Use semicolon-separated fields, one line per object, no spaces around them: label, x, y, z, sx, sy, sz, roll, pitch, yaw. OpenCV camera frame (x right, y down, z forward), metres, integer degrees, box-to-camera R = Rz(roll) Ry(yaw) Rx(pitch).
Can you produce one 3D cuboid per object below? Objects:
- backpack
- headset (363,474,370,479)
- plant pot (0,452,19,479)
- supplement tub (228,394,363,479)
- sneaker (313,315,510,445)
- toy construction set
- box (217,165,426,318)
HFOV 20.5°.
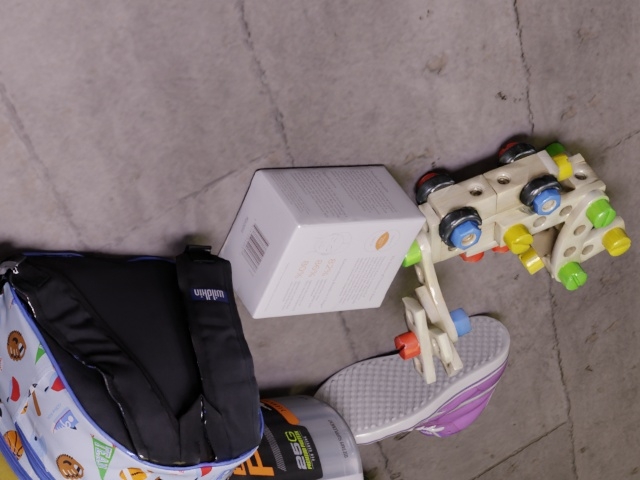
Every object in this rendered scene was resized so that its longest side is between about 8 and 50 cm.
backpack;-0.193;0.149;1.698;0.276;0.263;0.213;-3;134;-40
headset;-0.032;0.477;2.232;0.394;0.185;0.243;-48;167;-14
plant pot;-0.371;0.297;1.785;0.187;0.212;0.212;-7;137;-17
supplement tub;-0.123;0.281;1.972;0.316;0.193;0.193;-4;134;-39
sneaker;0.108;0.211;2.176;0.282;0.102;0.161;-20;145;-23
toy construction set;0.200;0.007;1.989;0.327;0.151;0.215;-34;147;-23
box;0.000;0.000;1.841;0.170;0.091;0.130;-3;133;-38
